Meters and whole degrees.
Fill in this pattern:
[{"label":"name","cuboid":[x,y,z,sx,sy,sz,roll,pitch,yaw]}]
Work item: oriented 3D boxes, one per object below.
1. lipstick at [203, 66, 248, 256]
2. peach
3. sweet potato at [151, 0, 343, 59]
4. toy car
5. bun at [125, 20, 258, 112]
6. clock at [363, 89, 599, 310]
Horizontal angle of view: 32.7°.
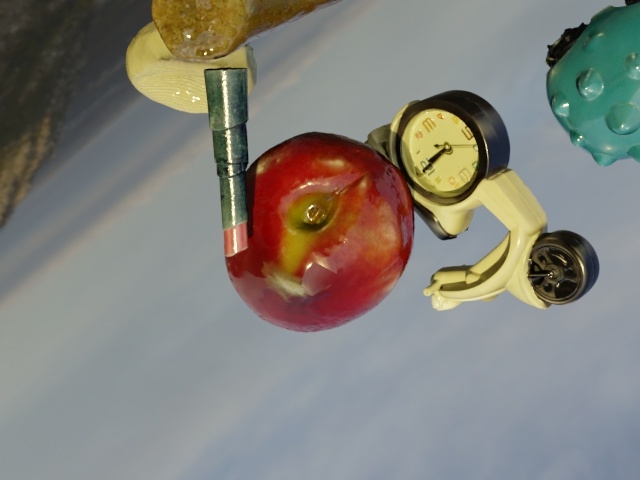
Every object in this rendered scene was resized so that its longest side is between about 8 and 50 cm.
[{"label":"lipstick","cuboid":[-0.113,-0.094,1.344,0.053,0.234,0.053,-1,-169,0]},{"label":"peach","cuboid":[0.000,0.000,1.557,0.281,0.281,0.338,-40,167,-5]},{"label":"sweet potato","cuboid":[-0.040,-0.355,1.415,0.370,0.158,0.158,-26,-176,-20]},{"label":"toy car","cuboid":[0.400,-0.197,1.351,0.255,0.188,0.190,-31,-159,30]},{"label":"bun","cuboid":[-0.197,-0.290,1.711,0.222,0.222,0.127,-26,-126,55]},{"label":"clock","cuboid":[0.223,-0.038,1.647,0.120,0.379,0.276,-23,170,-47]}]
